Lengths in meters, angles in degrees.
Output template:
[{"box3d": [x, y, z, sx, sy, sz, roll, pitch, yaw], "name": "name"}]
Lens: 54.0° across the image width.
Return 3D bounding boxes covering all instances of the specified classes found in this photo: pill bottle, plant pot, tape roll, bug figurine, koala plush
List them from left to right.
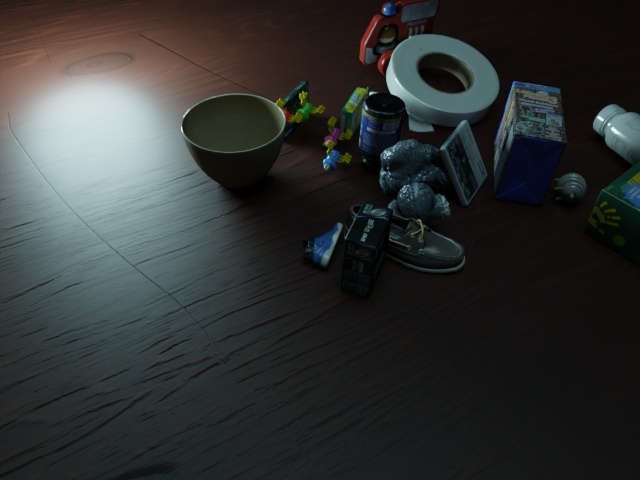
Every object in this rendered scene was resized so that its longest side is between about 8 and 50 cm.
[{"box3d": [-0.237, -0.259, 1.781, 0.284, 0.190, 0.284, 0, 45, 0], "name": "plant pot"}, {"box3d": [-0.020, -0.330, 1.911, 0.279, 0.072, 0.216, 39, 42, -6], "name": "bug figurine"}, {"box3d": [0.176, -0.311, 1.845, 0.123, 0.219, 0.122, 2, 43, -2], "name": "pill bottle"}, {"box3d": [0.253, -0.140, 1.714, 0.196, 0.203, 0.221, -7, 68, 12], "name": "koala plush"}, {"box3d": [0.419, -0.556, 2.162, 0.392, 0.072, 0.391, 5, 56, -8], "name": "tape roll"}, {"box3d": [0.981, -0.329, 1.982, 0.131, 0.131, 0.229, -16, 47, -19], "name": "pill bottle"}]

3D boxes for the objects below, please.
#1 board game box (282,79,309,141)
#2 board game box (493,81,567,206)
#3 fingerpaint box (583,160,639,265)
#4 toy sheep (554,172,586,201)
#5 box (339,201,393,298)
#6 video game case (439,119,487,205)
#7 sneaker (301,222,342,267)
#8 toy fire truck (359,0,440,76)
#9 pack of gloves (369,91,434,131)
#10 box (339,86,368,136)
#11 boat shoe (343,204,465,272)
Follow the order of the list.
[{"box3d": [-0.087, -0.414, 2.005, 0.026, 0.126, 0.186, 18, 45, 17], "name": "board game box"}, {"box3d": [0.605, -0.285, 1.839, 0.141, 0.232, 0.291, 11, 44, 6], "name": "board game box"}, {"box3d": [1.013, -0.079, 1.698, 0.445, 0.163, 0.371, -30, 53, -30], "name": "fingerpaint box"}, {"box3d": [0.722, -0.151, 1.813, 0.091, 0.091, 0.132, 14, 39, 11], "name": "toy sheep"}, {"box3d": [0.111, 0.023, 1.516, 0.078, 0.180, 0.147, 17, 45, 13], "name": "box"}, {"box3d": [0.414, -0.223, 1.806, 0.022, 0.190, 0.173, -5, 32, 41], "name": "video game case"}, {"box3d": [0.000, -0.001, 1.623, 0.085, 0.058, 0.152, 20, 52, 5], "name": "sneaker"}, {"box3d": [0.285, -0.760, 2.300, 0.302, 0.253, 0.169, -17, 47, -20], "name": "toy fire truck"}, {"box3d": [0.274, -0.452, 2.128, 0.195, 0.046, 0.232, 0, 44, -2], "name": "pack of gloves"}, {"box3d": [0.112, -0.421, 2.040, 0.043, 0.105, 0.179, 19, 45, 14], "name": "box"}, {"box3d": [0.217, -0.009, 1.618, 0.325, 0.096, 0.116, 18, 45, 15], "name": "boat shoe"}]
